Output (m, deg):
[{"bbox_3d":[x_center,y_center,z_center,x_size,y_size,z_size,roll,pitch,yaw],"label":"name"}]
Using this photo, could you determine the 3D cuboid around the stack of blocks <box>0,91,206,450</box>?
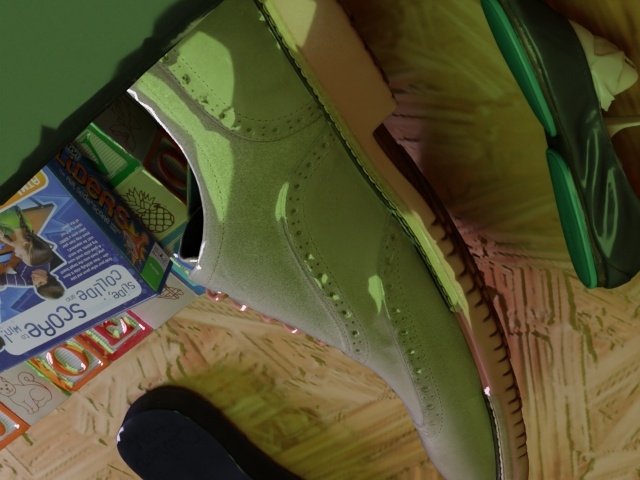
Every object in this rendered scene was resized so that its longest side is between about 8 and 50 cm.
[{"bbox_3d":[-0.194,0.009,1.215,0.171,0.087,0.297,42,124,-18],"label":"stack of blocks"}]

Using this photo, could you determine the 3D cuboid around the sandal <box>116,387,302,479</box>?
[{"bbox_3d":[-0.037,0.201,1.343,0.254,0.054,0.097,35,126,-14],"label":"sandal"}]

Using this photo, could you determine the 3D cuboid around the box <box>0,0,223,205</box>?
[{"bbox_3d":[-0.059,-0.222,0.795,0.312,0.343,0.179,-40,104,14],"label":"box"}]

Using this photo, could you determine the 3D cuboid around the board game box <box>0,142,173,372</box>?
[{"bbox_3d":[-0.206,0.013,1.142,0.201,0.035,0.136,-25,116,27],"label":"board game box"}]

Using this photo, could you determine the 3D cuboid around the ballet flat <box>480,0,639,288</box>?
[{"bbox_3d":[0.151,-0.068,1.101,0.074,0.074,0.203,-13,116,21],"label":"ballet flat"}]

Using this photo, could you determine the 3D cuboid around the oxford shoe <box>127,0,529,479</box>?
[{"bbox_3d":[0.000,0.000,1.108,0.146,0.140,0.397,-28,114,1],"label":"oxford shoe"}]
